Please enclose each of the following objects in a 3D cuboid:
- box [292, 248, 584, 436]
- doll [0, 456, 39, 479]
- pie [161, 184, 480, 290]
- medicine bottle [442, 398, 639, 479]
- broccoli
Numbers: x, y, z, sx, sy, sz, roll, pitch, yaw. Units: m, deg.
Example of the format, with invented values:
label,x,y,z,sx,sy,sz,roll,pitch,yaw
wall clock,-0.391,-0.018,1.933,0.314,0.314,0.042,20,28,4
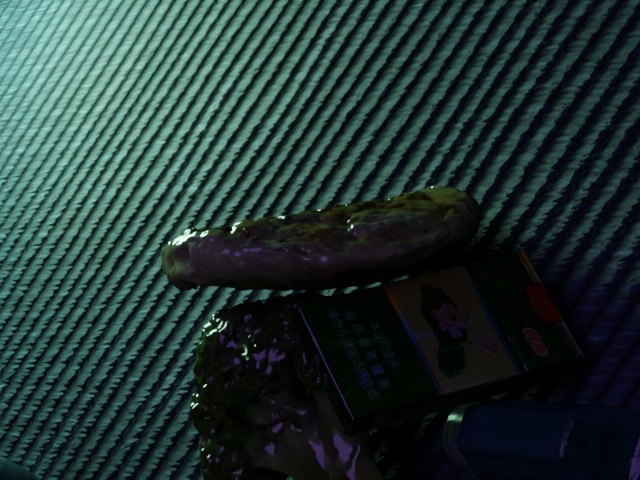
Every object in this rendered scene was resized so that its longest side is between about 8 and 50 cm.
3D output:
label,x,y,z,sx,sy,sz,roll,pitch,yaw
box,0.107,0.089,1.734,0.034,0.235,0.132,105,146,-50
doll,-0.401,0.373,2.211,0.228,0.154,0.258,114,171,-57
pie,0.000,0.001,1.882,0.339,0.339,0.077,-2,99,49
medicine bottle,0.207,0.182,1.668,0.258,0.124,0.079,-3,69,62
broccoli,0.016,0.161,1.855,0.302,0.186,0.254,17,113,33
